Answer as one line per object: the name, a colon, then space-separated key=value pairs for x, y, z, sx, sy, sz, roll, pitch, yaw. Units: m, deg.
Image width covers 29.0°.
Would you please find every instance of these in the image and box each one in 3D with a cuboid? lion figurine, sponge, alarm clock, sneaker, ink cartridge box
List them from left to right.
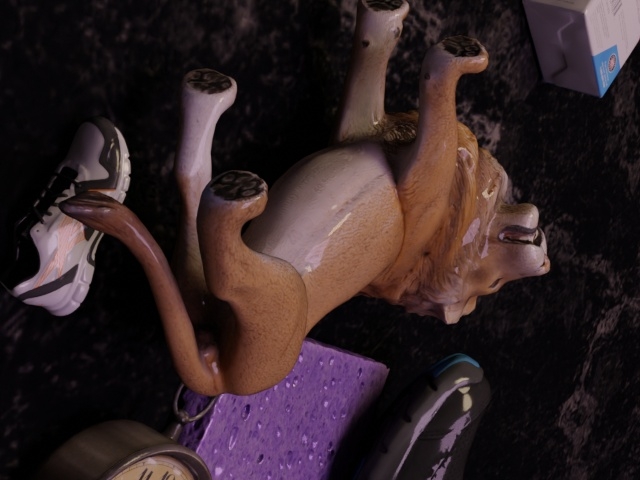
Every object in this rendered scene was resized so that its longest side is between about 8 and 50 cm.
sneaker: x=-0.134 y=-0.015 z=0.649 sx=0.044 sy=0.040 sz=0.109 roll=19 pitch=88 yaw=-48
alarm clock: x=-0.117 y=0.156 z=0.739 sx=0.192 sy=0.064 sz=0.129 roll=-56 pitch=142 yaw=-12
sponge: x=-0.027 y=0.125 z=0.886 sx=0.210 sy=0.031 sz=0.117 roll=26 pitch=87 yaw=-58
lion figurine: x=0.000 y=0.000 z=0.765 sx=0.392 sy=0.142 sz=0.240 roll=-26 pitch=137 yaw=-39
sneaker: x=0.065 y=0.254 z=0.965 sx=0.125 sy=0.140 sz=0.340 roll=-2 pitch=118 yaw=-87
ink cartridge box: x=0.251 y=-0.227 z=1.066 sx=0.181 sy=0.062 sz=0.104 roll=-54 pitch=144 yaw=-21
